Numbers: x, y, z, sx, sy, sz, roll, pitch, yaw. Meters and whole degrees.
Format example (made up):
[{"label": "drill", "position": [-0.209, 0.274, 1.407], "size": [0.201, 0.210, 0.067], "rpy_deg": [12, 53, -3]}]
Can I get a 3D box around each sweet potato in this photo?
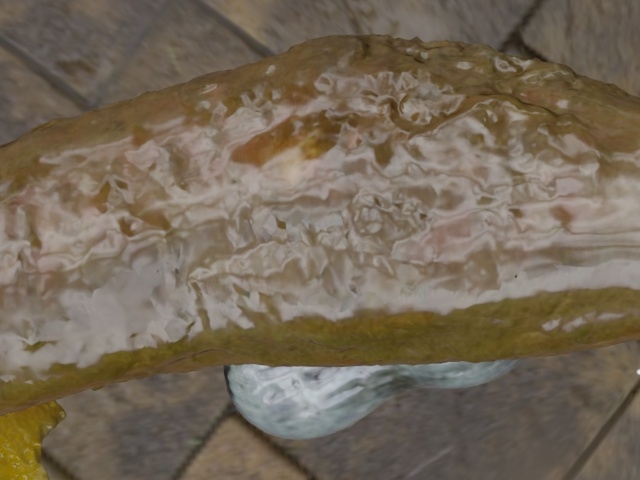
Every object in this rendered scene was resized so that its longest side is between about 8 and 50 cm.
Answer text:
[{"label": "sweet potato", "position": [-0.002, -0.003, 0.545], "size": [0.341, 0.092, 0.114], "rpy_deg": [-9, 63, 8]}]

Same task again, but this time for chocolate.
[{"label": "chocolate", "position": [0.033, 0.035, 0.789], "size": [0.167, 0.072, 0.072], "rpy_deg": [-23, 82, 25]}]

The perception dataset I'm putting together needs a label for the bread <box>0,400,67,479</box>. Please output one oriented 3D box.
[{"label": "bread", "position": [-0.359, 0.112, 1.327], "size": [0.250, 0.361, 0.394], "rpy_deg": [-40, 122, 15]}]
